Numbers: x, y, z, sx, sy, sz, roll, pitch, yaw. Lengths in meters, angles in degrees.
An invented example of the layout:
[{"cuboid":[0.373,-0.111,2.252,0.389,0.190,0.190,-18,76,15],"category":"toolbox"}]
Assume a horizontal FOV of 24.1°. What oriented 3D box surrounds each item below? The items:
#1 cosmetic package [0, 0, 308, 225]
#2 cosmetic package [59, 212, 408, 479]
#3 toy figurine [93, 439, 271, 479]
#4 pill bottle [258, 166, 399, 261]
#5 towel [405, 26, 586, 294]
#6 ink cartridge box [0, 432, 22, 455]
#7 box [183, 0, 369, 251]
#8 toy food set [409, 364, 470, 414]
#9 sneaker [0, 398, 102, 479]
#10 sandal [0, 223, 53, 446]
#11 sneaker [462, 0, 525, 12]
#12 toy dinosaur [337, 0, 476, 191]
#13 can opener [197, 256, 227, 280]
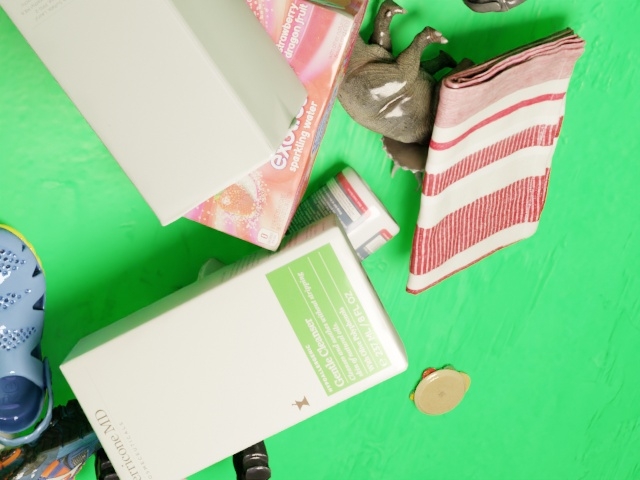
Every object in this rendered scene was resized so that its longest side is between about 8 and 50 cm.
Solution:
[{"cuboid":[-0.188,-0.234,1.524,0.156,0.217,0.385,-29,103,20],"category":"cosmetic package"},{"cuboid":[-0.100,0.136,1.799,0.365,0.155,0.197,-28,97,3],"category":"cosmetic package"},{"cuboid":[-0.189,0.284,2.000,0.213,0.148,0.209,-41,120,10],"category":"toy figurine"},{"cuboid":[0.000,0.000,1.907,0.180,0.108,0.108,-38,127,5],"category":"pill bottle"},{"cuboid":[0.218,-0.095,1.898,0.237,0.037,0.329,-25,139,-33],"category":"towel"},{"cuboid":[-0.457,0.278,1.941,0.122,0.052,0.088,28,108,-32],"category":"ink cartridge box"},{"cuboid":[-0.064,-0.163,1.727,0.154,0.142,0.300,21,115,2],"category":"box"},{"cuboid":[0.172,0.216,2.166,0.082,0.020,0.083,28,108,-33],"category":"toy food set"},{"cuboid":[-0.340,0.281,1.924,0.221,0.083,0.087,-33,129,0],"category":"sneaker"},{"cuboid":[-0.381,0.124,1.822,0.126,0.138,0.317,-13,123,-11],"category":"sandal"},{"cuboid":[0.152,-0.326,1.759,0.295,0.104,0.147,-16,120,-17],"category":"sneaker"},{"cuboid":[0.089,-0.187,1.817,0.313,0.121,0.160,38,89,-39],"category":"toy dinosaur"},{"cuboid":[-0.066,0.108,1.986,0.280,0.074,0.093,28,142,-31],"category":"can opener"}]
